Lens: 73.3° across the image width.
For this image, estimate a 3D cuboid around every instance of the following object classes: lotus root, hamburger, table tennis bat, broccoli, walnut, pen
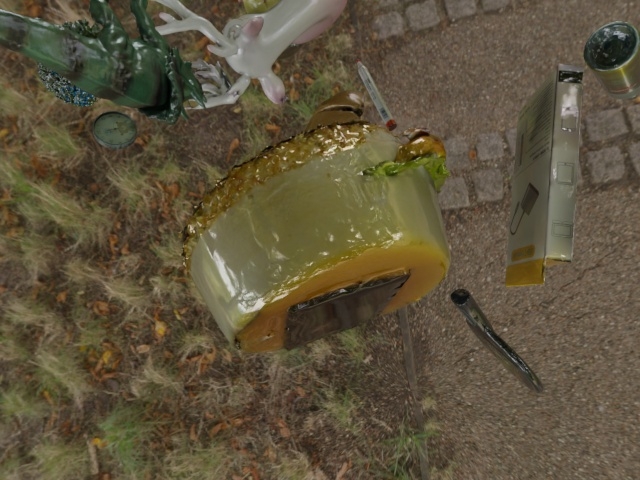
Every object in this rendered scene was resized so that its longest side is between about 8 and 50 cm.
[{"bbox_3d":[-0.319,-0.449,1.214,0.143,0.144,0.070,-18,85,-4],"label":"lotus root"},{"bbox_3d":[0.000,0.000,0.474,0.294,0.276,0.179,-18,65,-11],"label":"hamburger"},{"bbox_3d":[0.267,0.152,0.665,0.027,0.236,0.150,-43,29,1],"label":"table tennis bat"},{"bbox_3d":[-0.454,-0.338,0.824,0.154,0.167,0.160,14,39,12],"label":"broccoli"},{"bbox_3d":[0.011,-0.167,0.757,0.087,0.211,0.167,12,59,-4],"label":"walnut"},{"bbox_3d":[0.132,-0.361,1.056,0.026,0.026,0.218,-23,71,3],"label":"pen"}]

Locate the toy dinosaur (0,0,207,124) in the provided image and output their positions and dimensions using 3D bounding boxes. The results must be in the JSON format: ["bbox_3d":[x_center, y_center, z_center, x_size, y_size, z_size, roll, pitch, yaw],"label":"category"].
[{"bbox_3d":[-0.214,-0.189,0.417,0.079,0.292,0.120,-22,74,26],"label":"toy dinosaur"}]

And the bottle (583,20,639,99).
[{"bbox_3d":[0.566,-0.330,0.815,0.082,0.286,0.082,6,99,39],"label":"bottle"}]

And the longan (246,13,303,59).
[{"bbox_3d":[-0.085,-0.522,1.021,0.204,0.159,0.185,34,110,30],"label":"longan"}]

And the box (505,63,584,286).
[{"bbox_3d":[0.268,-0.066,0.523,0.033,0.129,0.247,7,84,6],"label":"box"}]

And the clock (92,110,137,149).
[{"bbox_3d":[-0.418,-0.226,0.877,0.085,0.017,0.085,7,67,-17],"label":"clock"}]

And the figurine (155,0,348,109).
[{"bbox_3d":[-0.136,-0.334,0.705,0.284,0.206,0.316,16,48,20],"label":"figurine"}]
